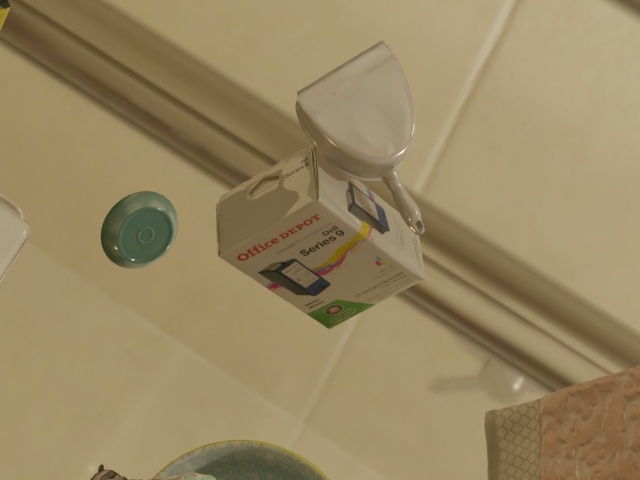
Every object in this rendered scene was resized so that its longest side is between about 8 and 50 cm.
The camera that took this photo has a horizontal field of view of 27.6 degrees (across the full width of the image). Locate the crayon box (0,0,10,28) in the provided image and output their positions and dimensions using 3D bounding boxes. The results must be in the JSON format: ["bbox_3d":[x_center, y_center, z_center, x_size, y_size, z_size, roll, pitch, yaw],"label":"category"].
[{"bbox_3d":[-0.526,-0.201,1.593,0.202,0.081,0.318,-20,160,-41],"label":"crayon box"}]

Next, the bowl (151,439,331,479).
[{"bbox_3d":[-0.097,0.391,1.597,0.289,0.289,0.156,-56,177,-10],"label":"bowl"}]

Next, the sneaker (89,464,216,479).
[{"bbox_3d":[-0.122,0.164,0.852,0.098,0.069,0.038,-14,119,-35],"label":"sneaker"}]

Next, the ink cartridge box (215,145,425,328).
[{"bbox_3d":[0.000,0.000,1.550,0.154,0.212,0.093,-29,-135,26],"label":"ink cartridge box"}]

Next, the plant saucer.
[{"bbox_3d":[-0.251,-0.010,1.837,0.119,0.021,0.119,-14,120,-27],"label":"plant saucer"}]

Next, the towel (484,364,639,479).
[{"bbox_3d":[0.340,0.335,1.663,0.317,0.053,0.331,-23,-128,41],"label":"towel"}]

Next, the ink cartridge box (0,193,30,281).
[{"bbox_3d":[-0.481,0.064,1.177,0.160,0.279,0.384,-37,-159,43],"label":"ink cartridge box"}]

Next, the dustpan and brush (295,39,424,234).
[{"bbox_3d":[0.069,-0.100,1.475,0.147,0.211,0.060,-34,-178,-27],"label":"dustpan and brush"}]
